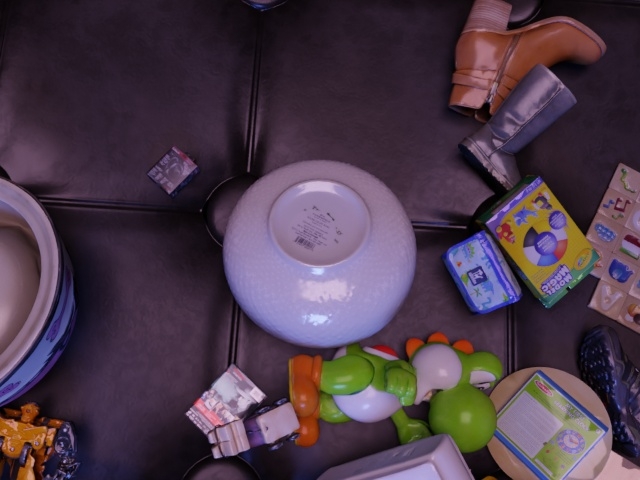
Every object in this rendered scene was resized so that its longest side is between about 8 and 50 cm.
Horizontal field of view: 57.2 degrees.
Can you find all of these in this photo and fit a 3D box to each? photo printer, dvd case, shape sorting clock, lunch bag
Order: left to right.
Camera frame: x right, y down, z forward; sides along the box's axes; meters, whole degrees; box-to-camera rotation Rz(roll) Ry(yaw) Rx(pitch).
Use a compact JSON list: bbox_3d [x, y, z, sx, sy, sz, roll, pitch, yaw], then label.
[{"bbox_3d":[-0.164,0.285,1.021,0.087,0.013,0.119,42,81,6],"label":"dvd case"},{"bbox_3d":[0.155,0.472,0.889,0.256,0.107,0.307,-29,87,31],"label":"photo printer"},{"bbox_3d":[0.282,0.055,1.015,0.096,0.151,0.129,-26,82,-8],"label":"lunch bag"},{"bbox_3d":[0.385,0.321,1.005,0.206,0.040,0.206,-6,70,17],"label":"shape sorting clock"}]

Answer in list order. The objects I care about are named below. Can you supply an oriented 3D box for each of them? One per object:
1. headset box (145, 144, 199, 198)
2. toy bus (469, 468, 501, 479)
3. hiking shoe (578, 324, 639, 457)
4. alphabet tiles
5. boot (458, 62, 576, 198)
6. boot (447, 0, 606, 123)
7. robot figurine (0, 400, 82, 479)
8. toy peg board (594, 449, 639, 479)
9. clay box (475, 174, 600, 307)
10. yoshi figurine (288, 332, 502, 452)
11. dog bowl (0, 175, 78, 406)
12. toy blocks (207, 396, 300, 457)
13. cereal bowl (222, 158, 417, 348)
[{"bbox_3d":[-0.270,-0.130,1.089,0.062,0.032,0.083,41,79,5],"label":"headset box"},{"bbox_3d":[0.306,0.455,0.952,0.191,0.104,0.202,5,94,42],"label":"toy bus"},{"bbox_3d":[0.538,0.254,1.032,0.114,0.086,0.227,-12,85,-18],"label":"hiking shoe"},{"bbox_3d":[0.648,0.016,1.110,0.285,0.011,0.342,29,79,3],"label":"alphabet tiles"},{"bbox_3d":[0.382,-0.187,1.079,0.208,0.076,0.189,-42,102,-3],"label":"boot"},{"bbox_3d":[0.389,-0.319,1.121,0.283,0.109,0.220,16,86,-10],"label":"boot"},{"bbox_3d":[-0.505,0.404,0.947,0.211,0.085,0.291,14,79,0],"label":"robot figurine"},{"bbox_3d":[0.475,0.444,0.995,0.160,0.079,0.161,30,78,20],"label":"toy peg board"},{"bbox_3d":[0.395,0.009,1.045,0.127,0.053,0.222,-42,100,0],"label":"clay box"},{"bbox_3d":[0.133,0.270,0.957,0.362,0.203,0.203,-6,93,-6],"label":"yoshi figurine"},{"bbox_3d":[-0.581,0.099,0.936,0.408,0.150,0.408,-1,67,3],"label":"dog bowl"},{"bbox_3d":[-0.157,0.441,0.889,0.288,0.260,0.309,-16,80,-32],"label":"toy blocks"},{"bbox_3d":[0.000,0.000,0.981,0.339,0.141,0.339,1,64,-1],"label":"cereal bowl"}]
